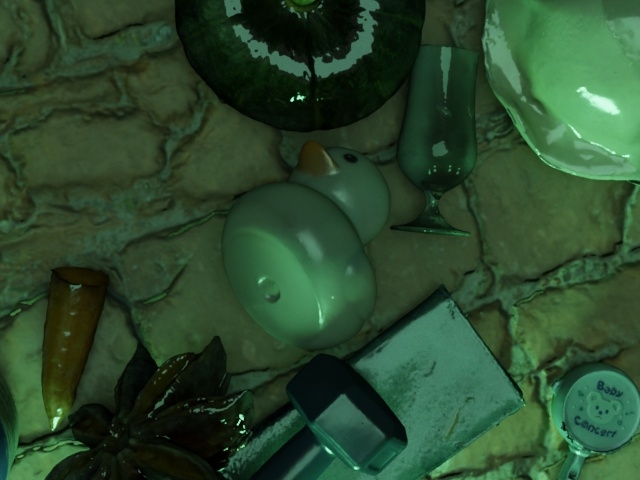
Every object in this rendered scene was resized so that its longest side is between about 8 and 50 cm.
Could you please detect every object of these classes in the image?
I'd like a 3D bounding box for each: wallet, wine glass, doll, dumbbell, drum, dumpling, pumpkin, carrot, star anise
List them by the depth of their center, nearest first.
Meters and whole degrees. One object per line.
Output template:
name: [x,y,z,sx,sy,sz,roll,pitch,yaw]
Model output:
star anise: [-0.203,0.255,1.351,0.331,0.332,0.118,-40,126,-3]
pumpkin: [-0.020,-0.274,1.368,0.300,0.207,0.300,0,92,-6]
dumbbell: [-0.051,0.291,1.377,0.325,0.160,0.144,-46,124,2]
doll: [0.000,0.000,1.411,0.221,0.221,0.251,-15,116,-5]
carrot: [-0.311,0.137,1.431,0.072,0.072,0.205,9,97,-6]
dumpling: [0.349,-0.215,1.434,0.260,0.181,0.341,-31,119,12]
wine glass: [0.147,-0.123,1.444,0.103,0.103,0.231,6,88,-6]
wallet: [0.059,0.241,1.475,0.379,0.046,0.191,-36,93,-1]
drum: [0.317,0.271,1.503,0.130,0.049,0.253,37,88,-6]

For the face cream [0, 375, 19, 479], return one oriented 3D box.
face cream: [-0.483,0.248,1.338,0.248,0.225,0.249,-1,95,-7]
